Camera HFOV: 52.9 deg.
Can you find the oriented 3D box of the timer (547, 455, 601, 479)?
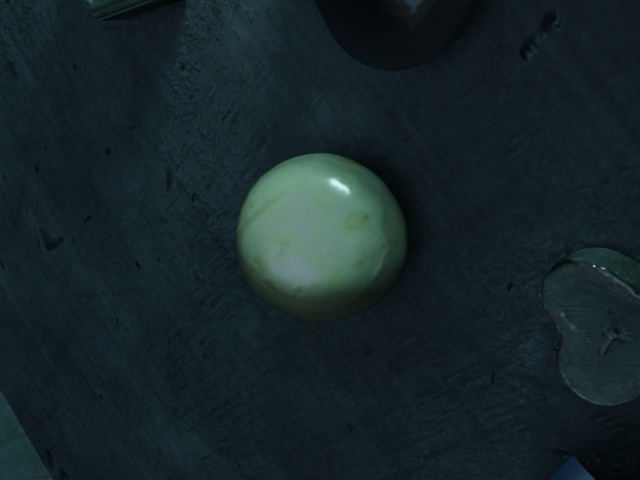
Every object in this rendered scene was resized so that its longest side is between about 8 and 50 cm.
[{"bbox_3d":[0.390,0.409,0.668,0.173,0.395,0.395,-46,74,3],"label":"timer"}]

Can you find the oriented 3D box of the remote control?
[{"bbox_3d":[0.061,-0.370,0.780,0.221,0.103,0.332,-28,91,45],"label":"remote control"}]

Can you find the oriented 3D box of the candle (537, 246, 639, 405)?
[{"bbox_3d":[0.355,0.101,0.755,0.168,0.068,0.192,-4,107,44],"label":"candle"}]

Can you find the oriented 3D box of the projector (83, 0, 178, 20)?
[{"bbox_3d":[-0.334,-0.508,1.051,0.192,0.099,0.256,1,108,38],"label":"projector"}]

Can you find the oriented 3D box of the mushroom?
[{"bbox_3d":[0.000,0.000,0.933,0.246,0.202,0.246,-1,81,4],"label":"mushroom"}]
